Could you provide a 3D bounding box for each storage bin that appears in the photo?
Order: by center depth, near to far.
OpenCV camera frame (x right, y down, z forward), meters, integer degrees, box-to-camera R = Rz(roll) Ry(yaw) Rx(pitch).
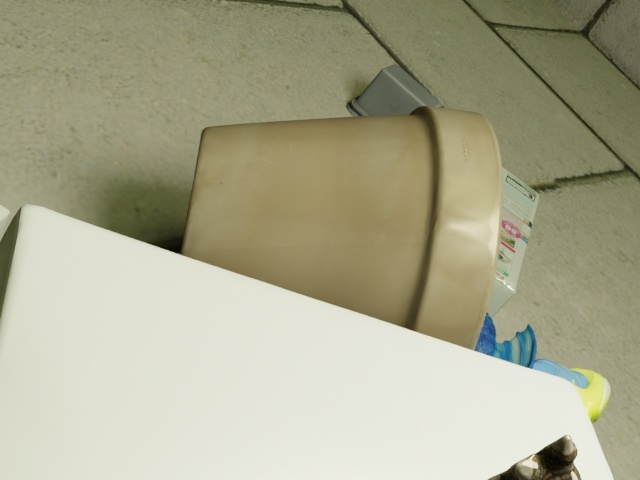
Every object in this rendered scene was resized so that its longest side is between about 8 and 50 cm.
[{"bbox_3d":[0.130,-0.218,1.459,0.135,0.091,0.098,44,35,10],"label":"storage bin"}]

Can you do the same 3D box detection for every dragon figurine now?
[{"bbox_3d":[0.199,0.134,1.070,0.144,0.085,0.289,30,50,-3],"label":"dragon figurine"}]

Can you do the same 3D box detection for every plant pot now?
[{"bbox_3d":[0.000,0.000,0.929,0.281,0.323,0.323,10,39,-9],"label":"plant pot"}]

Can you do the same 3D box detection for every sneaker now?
[{"bbox_3d":[0.262,0.222,1.074,0.126,0.091,0.240,25,31,16],"label":"sneaker"}]

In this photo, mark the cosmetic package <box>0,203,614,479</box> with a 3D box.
[{"bbox_3d":[-0.070,0.267,0.432,0.330,0.393,0.327,20,37,-24],"label":"cosmetic package"}]

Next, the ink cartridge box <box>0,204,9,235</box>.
[{"bbox_3d":[-0.376,0.000,0.767,0.127,0.072,0.175,35,34,-1],"label":"ink cartridge box"}]

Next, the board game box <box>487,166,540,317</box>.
[{"bbox_3d":[0.187,-0.036,1.287,0.224,0.097,0.303,36,33,0],"label":"board game box"}]

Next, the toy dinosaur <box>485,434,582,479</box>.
[{"bbox_3d":[0.056,0.156,0.251,0.314,0.121,0.160,-8,66,-51],"label":"toy dinosaur"}]
